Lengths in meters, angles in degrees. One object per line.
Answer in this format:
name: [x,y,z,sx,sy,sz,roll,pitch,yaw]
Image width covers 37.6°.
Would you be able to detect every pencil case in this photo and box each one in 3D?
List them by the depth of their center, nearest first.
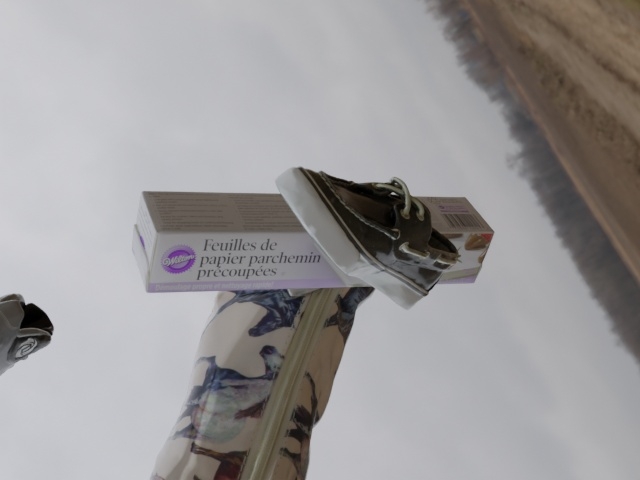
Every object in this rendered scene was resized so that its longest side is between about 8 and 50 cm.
pencil case: [-0.066,0.176,0.909,0.160,0.183,0.410,22,-122,-7]

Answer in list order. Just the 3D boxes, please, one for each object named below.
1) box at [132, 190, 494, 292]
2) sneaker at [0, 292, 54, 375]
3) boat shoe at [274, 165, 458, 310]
box: [0.000,0.000,0.837,0.324,0.063,0.067,-1,-145,-26]
sneaker: [-0.316,0.120,0.895,0.132,0.228,0.086,-32,-99,-34]
boat shoe: [0.040,-0.013,0.680,0.077,0.070,0.219,55,-169,28]
